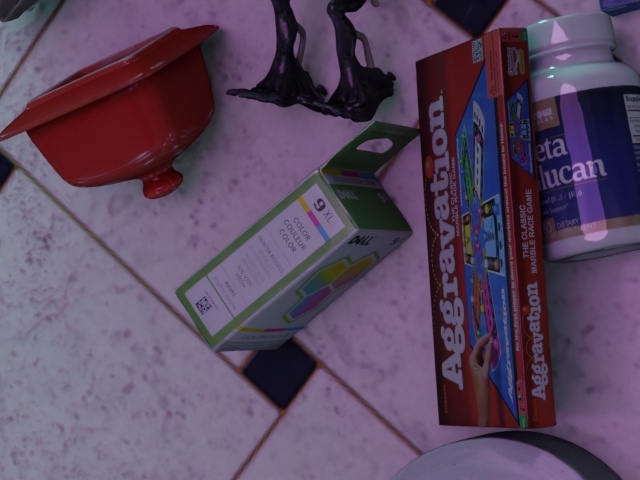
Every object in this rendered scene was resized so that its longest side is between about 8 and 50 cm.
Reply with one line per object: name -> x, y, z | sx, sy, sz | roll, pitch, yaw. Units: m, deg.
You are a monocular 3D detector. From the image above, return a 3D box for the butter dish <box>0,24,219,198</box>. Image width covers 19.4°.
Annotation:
butter dish -> -0.149, -0.089, 1.495 | 0.160, 0.160, 0.118 | -22, 103, 24

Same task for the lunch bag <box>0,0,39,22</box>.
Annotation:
lunch bag -> -0.230, -0.347, 1.492 | 0.305, 0.212, 0.256 | -32, 93, 24

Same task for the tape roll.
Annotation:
tape roll -> 0.137, 0.251, 1.377 | 0.219, 0.072, 0.219 | -1, 87, 25

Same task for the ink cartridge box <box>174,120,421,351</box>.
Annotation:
ink cartridge box -> 0.000, 0.000, 1.427 | 0.209, 0.109, 0.062 | -41, 73, 18

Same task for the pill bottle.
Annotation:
pill bottle -> 0.191, -0.074, 1.348 | 0.094, 0.094, 0.169 | -13, 83, 24

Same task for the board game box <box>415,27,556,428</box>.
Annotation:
board game box -> 0.118, -0.004, 1.369 | 0.145, 0.027, 0.281 | 167, 100, -69

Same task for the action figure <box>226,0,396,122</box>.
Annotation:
action figure -> 0.013, -0.233, 1.413 | 0.164, 0.141, 0.275 | 15, 96, 36

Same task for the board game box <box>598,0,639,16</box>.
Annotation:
board game box -> 0.287, -0.251, 1.339 | 0.201, 0.035, 0.136 | -13, 83, 25
